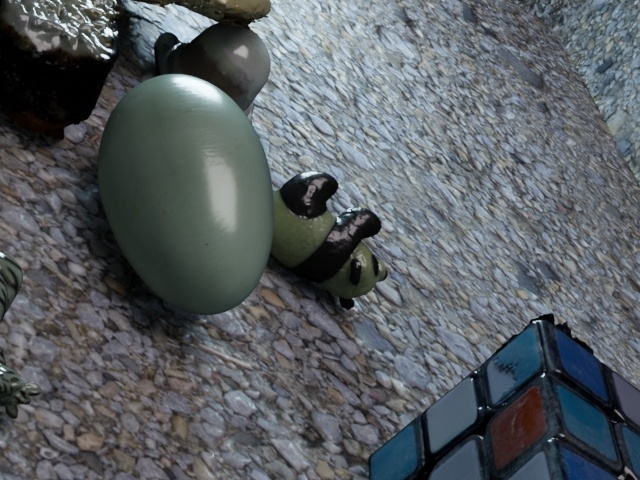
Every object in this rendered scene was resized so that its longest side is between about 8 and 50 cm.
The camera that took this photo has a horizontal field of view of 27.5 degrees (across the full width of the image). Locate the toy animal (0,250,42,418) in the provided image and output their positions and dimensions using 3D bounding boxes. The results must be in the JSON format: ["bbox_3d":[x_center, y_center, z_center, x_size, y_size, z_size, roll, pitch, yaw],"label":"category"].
[{"bbox_3d":[-0.395,0.071,1.413,0.170,0.090,0.255,30,32,-37],"label":"toy animal"}]

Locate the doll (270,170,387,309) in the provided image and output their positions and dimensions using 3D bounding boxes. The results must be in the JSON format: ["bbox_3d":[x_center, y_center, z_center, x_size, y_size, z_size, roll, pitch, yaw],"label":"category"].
[{"bbox_3d":[-0.002,0.000,2.026,0.234,0.143,0.135,38,51,-16],"label":"doll"}]

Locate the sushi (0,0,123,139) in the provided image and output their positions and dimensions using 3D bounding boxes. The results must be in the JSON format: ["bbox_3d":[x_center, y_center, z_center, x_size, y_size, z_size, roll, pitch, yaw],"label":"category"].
[{"bbox_3d":[-0.392,-0.304,1.850,0.196,0.182,0.343,24,32,-27],"label":"sushi"}]

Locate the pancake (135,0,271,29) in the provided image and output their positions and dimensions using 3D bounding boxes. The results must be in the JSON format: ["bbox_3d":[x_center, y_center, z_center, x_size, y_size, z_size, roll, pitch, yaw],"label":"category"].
[{"bbox_3d":[-0.259,-0.417,2.129,0.382,0.071,0.382,12,14,-3],"label":"pancake"}]

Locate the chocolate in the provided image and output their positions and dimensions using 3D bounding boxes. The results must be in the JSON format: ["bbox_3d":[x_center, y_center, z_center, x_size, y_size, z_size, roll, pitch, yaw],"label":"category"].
[{"bbox_3d":[-0.163,-0.298,2.196,0.221,0.147,0.221,30,30,-19],"label":"chocolate"}]

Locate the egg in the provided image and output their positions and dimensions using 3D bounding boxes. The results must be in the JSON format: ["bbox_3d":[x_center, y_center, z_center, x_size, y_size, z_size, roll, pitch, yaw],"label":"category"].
[{"bbox_3d":[-0.177,-0.063,1.747,0.230,0.230,0.370,20,41,-41],"label":"egg"}]

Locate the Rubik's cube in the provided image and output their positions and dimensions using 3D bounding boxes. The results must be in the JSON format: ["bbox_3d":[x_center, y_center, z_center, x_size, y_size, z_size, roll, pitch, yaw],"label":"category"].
[{"bbox_3d":[0.293,0.378,1.651,0.362,0.363,0.358,34,26,-24],"label":"Rubik's cube"}]
